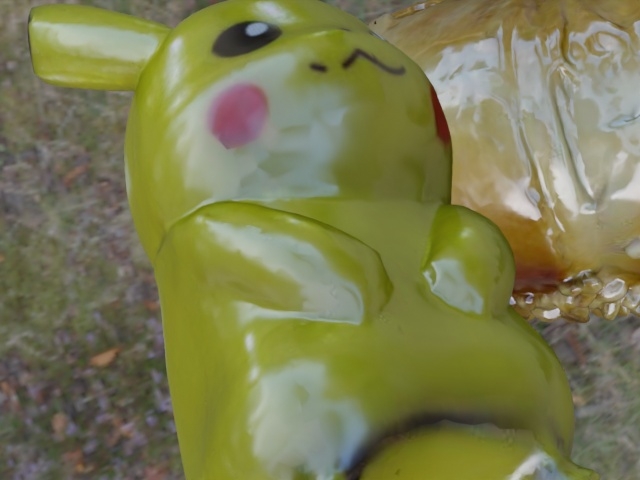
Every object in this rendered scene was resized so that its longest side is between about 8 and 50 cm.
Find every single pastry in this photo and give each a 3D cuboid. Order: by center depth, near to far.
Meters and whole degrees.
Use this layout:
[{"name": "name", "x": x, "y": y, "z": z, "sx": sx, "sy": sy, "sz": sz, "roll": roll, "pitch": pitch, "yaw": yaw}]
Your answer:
[{"name": "pastry", "x": 0.200, "y": -0.068, "z": 1.071, "sx": 0.409, "sy": 0.409, "sz": 0.245, "roll": 0, "pitch": 100, "yaw": 32}]

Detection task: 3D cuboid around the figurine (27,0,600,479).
[{"name": "figurine", "x": 0.002, "y": 0.006, "z": 0.667, "sx": 0.169, "sy": 0.218, "sz": 0.327, "roll": -45, "pitch": 51, "yaw": 46}]
